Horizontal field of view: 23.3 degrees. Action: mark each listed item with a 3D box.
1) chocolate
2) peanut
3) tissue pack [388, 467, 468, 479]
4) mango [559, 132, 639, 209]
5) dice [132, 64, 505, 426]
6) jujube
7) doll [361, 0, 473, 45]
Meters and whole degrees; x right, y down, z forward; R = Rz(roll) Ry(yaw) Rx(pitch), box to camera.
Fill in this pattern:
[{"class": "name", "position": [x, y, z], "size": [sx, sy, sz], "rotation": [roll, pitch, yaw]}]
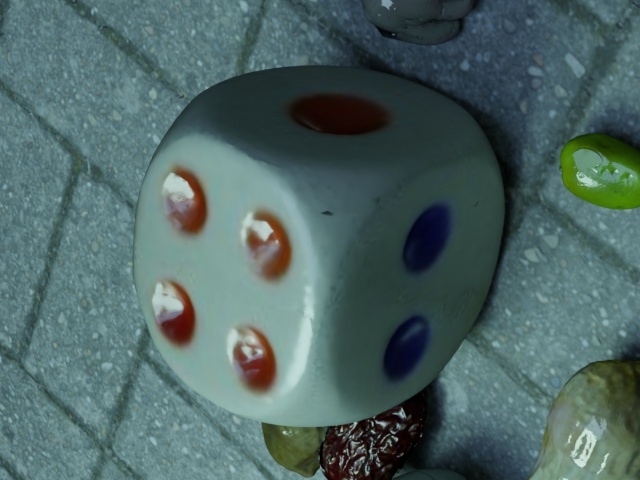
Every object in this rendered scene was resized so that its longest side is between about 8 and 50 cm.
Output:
[{"class": "chocolate", "position": [0.276, 0.255, 1.619], "size": [0.134, 0.134, 0.309], "rotation": [31, 126, 29]}, {"class": "peanut", "position": [-0.033, 0.182, 1.890], "size": [0.120, 0.110, 0.236], "rotation": [10, 122, 35]}, {"class": "tissue pack", "position": [0.083, 0.413, 1.796], "size": [0.333, 0.236, 0.229], "rotation": [-48, 64, 41]}, {"class": "mango", "position": [0.287, -0.067, 1.532], "size": [0.108, 0.056, 0.073], "rotation": [18, 124, 33]}, {"class": "dice", "position": [0.000, 0.000, 1.642], "size": [0.277, 0.304, 0.304], "rotation": [28, 123, 31]}, {"class": "jujube", "position": [0.069, 0.231, 1.821], "size": [0.104, 0.104, 0.166], "rotation": [52, 125, 13]}, {"class": "doll", "position": [0.107, -0.286, 1.581], "size": [0.149, 0.095, 0.192], "rotation": [52, 136, 16]}]
